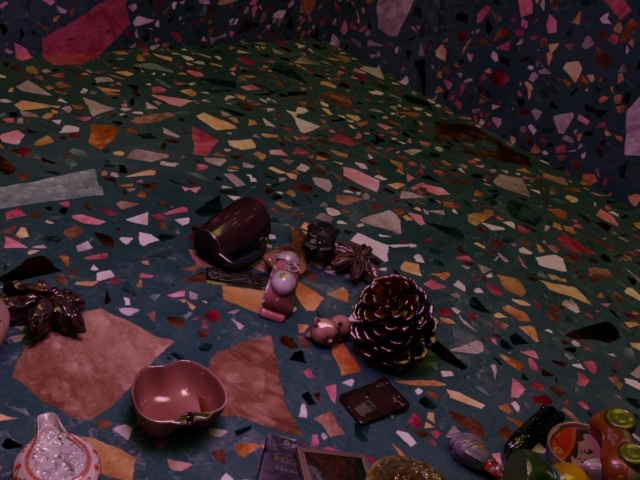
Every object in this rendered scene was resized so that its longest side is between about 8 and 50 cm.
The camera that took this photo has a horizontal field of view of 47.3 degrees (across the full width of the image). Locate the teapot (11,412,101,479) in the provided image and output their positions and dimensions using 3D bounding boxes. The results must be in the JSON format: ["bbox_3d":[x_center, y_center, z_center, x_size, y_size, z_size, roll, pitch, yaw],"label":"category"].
[{"bbox_3d":[-0.495,0.446,1.384,0.159,0.116,0.245,2,30,-45],"label":"teapot"}]

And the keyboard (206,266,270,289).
[{"bbox_3d":[-0.234,0.110,2.125,0.197,0.015,0.074,7,33,-13],"label":"keyboard"}]

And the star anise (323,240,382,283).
[{"bbox_3d":[0.097,0.063,2.297,0.197,0.073,0.212,18,29,-1],"label":"star anise"}]

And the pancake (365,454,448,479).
[{"bbox_3d":[0.203,0.560,1.565,0.254,0.037,0.253,21,33,-14],"label":"pancake"}]

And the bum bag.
[{"bbox_3d":[0.133,0.403,1.827,0.159,0.026,0.109,-14,41,-31],"label":"bum bag"}]

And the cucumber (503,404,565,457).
[{"bbox_3d":[0.536,0.480,1.843,0.067,0.067,0.245,37,35,30],"label":"cucumber"}]

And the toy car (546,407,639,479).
[{"bbox_3d":[0.668,0.525,1.795,0.235,0.145,0.235,-5,31,3],"label":"toy car"}]

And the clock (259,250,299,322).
[{"bbox_3d":[-0.101,0.124,2.025,0.093,0.162,0.166,17,32,-5],"label":"clock"}]

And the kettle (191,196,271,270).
[{"bbox_3d":[-0.260,-0.006,2.203,0.202,0.144,0.232,46,43,7],"label":"kettle"}]

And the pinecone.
[{"bbox_3d":[0.197,0.207,1.924,0.247,0.292,0.246,-2,60,3],"label":"pinecone"}]

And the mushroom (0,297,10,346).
[{"bbox_3d":[-0.816,0.136,1.552,0.293,0.289,0.292,13,27,-7],"label":"mushroom"}]

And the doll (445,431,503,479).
[{"bbox_3d":[0.371,0.511,1.721,0.180,0.079,0.094,38,9,21],"label":"doll"}]

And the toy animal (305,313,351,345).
[{"bbox_3d":[0.027,0.240,1.981,0.150,0.083,0.089,0,20,-45],"label":"toy animal"}]

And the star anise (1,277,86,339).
[{"bbox_3d":[-0.681,0.157,1.770,0.220,0.098,0.214,3,24,-20],"label":"star anise"}]

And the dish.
[{"bbox_3d":[-0.318,0.365,1.612,0.214,0.090,0.213,11,29,-6],"label":"dish"}]

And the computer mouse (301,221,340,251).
[{"bbox_3d":[0.000,0.000,2.272,0.106,0.062,0.192,13,27,5],"label":"computer mouse"}]

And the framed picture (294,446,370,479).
[{"bbox_3d":[0.051,0.542,1.515,0.184,0.016,0.250,15,33,-26],"label":"framed picture"}]

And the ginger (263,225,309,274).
[{"bbox_3d":[-0.094,0.031,2.261,0.131,0.086,0.294,8,23,4],"label":"ginger"}]

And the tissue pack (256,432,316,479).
[{"bbox_3d":[-0.075,0.491,1.556,0.112,0.051,0.156,17,31,-3],"label":"tissue pack"}]

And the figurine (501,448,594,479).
[{"bbox_3d":[0.516,0.579,1.643,0.234,0.127,0.185,31,56,-27],"label":"figurine"}]
